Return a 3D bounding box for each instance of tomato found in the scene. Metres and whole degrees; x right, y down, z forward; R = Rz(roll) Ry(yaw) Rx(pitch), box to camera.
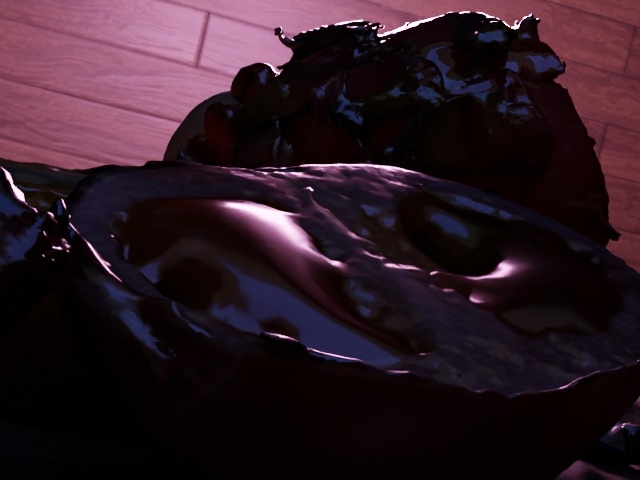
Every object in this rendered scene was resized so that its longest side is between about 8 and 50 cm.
[{"bbox_3d":[0.013,0.048,0.460,0.228,0.112,0.199,0,22,-29],"label":"tomato"}]

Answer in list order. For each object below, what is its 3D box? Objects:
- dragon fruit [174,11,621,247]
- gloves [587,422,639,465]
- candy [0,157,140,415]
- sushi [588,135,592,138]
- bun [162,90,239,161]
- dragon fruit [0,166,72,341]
[{"bbox_3d":[0.039,-0.015,0.865,0.291,0.269,0.250,-22,21,-3],"label":"dragon fruit"},{"bbox_3d":[0.186,0.127,0.818,0.064,0.026,0.086,13,-5,-32],"label":"gloves"},{"bbox_3d":[-0.123,0.017,0.631,0.260,0.118,0.260,8,3,0],"label":"candy"},{"bbox_3d":[0.133,-0.043,1.497,0.328,0.328,0.285,11,-9,-26],"label":"sushi"},{"bbox_3d":[0.000,0.000,1.092,0.293,0.187,0.293,1,-24,1],"label":"bun"},{"bbox_3d":[-0.172,0.029,0.362,0.127,0.120,0.161,38,44,11],"label":"dragon fruit"}]
